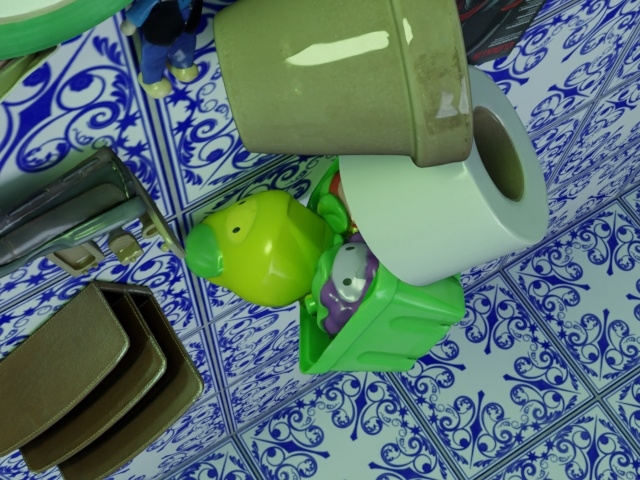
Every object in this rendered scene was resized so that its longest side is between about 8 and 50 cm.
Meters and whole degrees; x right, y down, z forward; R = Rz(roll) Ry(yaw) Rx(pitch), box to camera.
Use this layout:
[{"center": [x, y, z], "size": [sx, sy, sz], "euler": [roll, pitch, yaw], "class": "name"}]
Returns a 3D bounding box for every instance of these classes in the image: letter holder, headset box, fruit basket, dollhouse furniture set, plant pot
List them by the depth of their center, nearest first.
[{"center": [0.017, -0.183, 0.934], "size": [0.229, 0.263, 0.263], "euler": [-14, 160, 1], "class": "plant pot"}, {"center": [0.188, -0.322, 1.113], "size": [0.218, 0.110, 0.293], "euler": [-21, 157, -34], "class": "headset box"}, {"center": [-0.261, 0.017, 1.161], "size": [0.151, 0.123, 0.144], "euler": [-33, 161, -4], "class": "dollhouse furniture set"}, {"center": [0.000, 0.000, 1.343], "size": [0.392, 0.392, 0.283], "euler": [-17, 154, -42], "class": "fruit basket"}, {"center": [-0.359, 0.239, 1.388], "size": [0.302, 0.214, 0.152], "euler": [-39, 161, 14], "class": "letter holder"}]

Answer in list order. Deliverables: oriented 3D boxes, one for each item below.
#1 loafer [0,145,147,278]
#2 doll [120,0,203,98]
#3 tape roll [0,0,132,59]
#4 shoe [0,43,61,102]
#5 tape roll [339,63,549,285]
[{"center": [-0.353, -0.014, 1.027], "size": [0.302, 0.095, 0.109], "euler": [-24, -171, -16], "class": "loafer"}, {"center": [-0.142, -0.225, 0.897], "size": [0.129, 0.046, 0.189], "euler": [-37, 166, -27], "class": "doll"}, {"center": [-0.221, -0.263, 0.629], "size": [0.321, 0.077, 0.321], "euler": [-31, 161, -12], "class": "tape roll"}, {"center": [-0.322, -0.136, 0.791], "size": [0.219, 0.058, 0.076], "euler": [-35, 161, 2], "class": "shoe"}, {"center": [0.161, -0.081, 1.167], "size": [0.169, 0.246, 0.246], "euler": [-23, 169, 32], "class": "tape roll"}]
